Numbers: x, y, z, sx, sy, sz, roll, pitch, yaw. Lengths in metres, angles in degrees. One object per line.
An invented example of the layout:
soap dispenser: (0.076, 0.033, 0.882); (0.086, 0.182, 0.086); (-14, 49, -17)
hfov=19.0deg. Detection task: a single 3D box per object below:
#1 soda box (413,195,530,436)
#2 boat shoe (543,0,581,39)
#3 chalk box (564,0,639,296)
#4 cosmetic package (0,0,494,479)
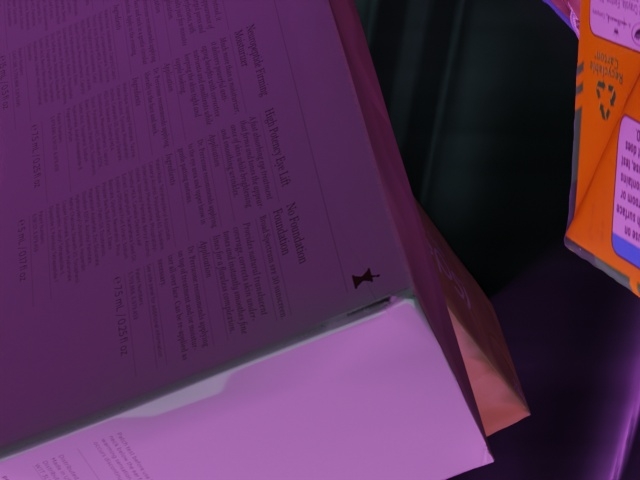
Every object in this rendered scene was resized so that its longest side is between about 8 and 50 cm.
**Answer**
soda box: (0.000, 0.000, 0.621); (0.058, 0.061, 0.181); (-29, 129, 13)
boat shoe: (0.124, -0.049, 0.601); (0.183, 0.066, 0.066); (32, 119, -31)
chalk box: (0.232, -0.067, 0.490); (0.289, 0.180, 0.179); (-4, 107, -17)
cosmetic package: (-0.034, -0.029, 0.472); (0.099, 0.239, 0.060); (-23, 130, 9)
